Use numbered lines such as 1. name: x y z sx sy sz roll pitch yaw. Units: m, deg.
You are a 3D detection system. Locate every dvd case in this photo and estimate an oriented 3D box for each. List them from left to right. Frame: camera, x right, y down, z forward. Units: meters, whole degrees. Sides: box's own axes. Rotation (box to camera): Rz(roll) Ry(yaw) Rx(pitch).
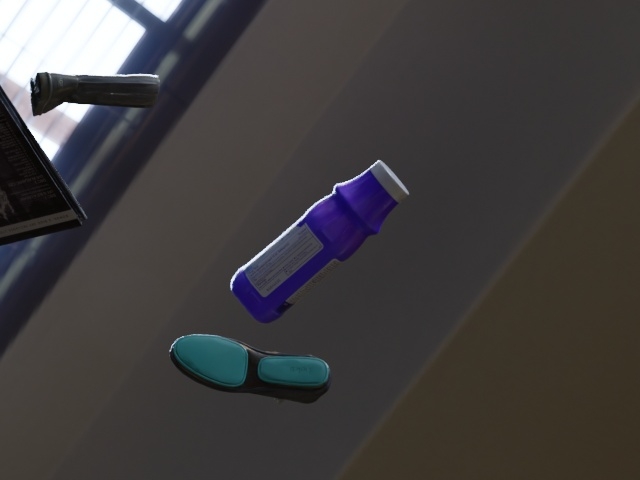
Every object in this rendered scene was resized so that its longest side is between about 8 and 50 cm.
1. dvd case: -0.354 -0.087 1.153 0.164 0.221 0.018 -12 -146 23

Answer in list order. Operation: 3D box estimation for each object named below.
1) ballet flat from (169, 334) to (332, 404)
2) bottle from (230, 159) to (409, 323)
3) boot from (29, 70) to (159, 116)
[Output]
1. ballet flat: -0.088 0.166 1.445 0.074 0.203 0.074 -171 -90 -88
2. bottle: 0.000 0.000 1.668 0.283 0.092 0.118 -41 -179 10
3. boot: -0.403 -0.263 2.058 0.189 0.208 0.076 -176 -101 -67
